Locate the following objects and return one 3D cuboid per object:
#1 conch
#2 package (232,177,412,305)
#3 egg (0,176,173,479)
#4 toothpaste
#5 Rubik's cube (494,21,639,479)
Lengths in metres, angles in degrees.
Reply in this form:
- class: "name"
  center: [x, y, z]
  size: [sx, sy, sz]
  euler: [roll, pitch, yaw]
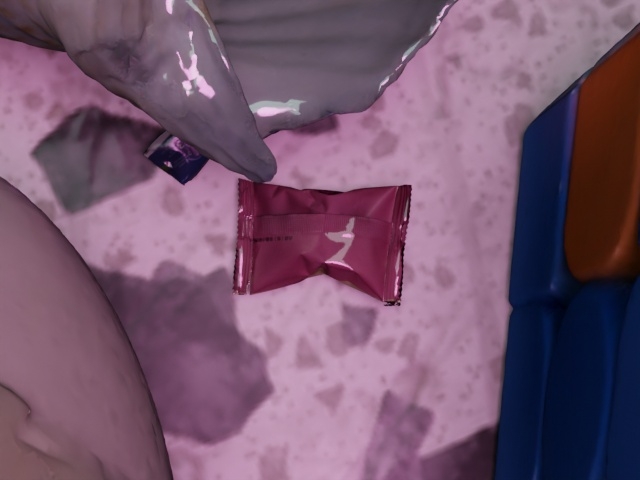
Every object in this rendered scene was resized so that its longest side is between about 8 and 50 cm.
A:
- class: "conch"
  center: [-0.082, -0.202, 0.550]
  size: [0.303, 0.215, 0.319]
  euler: [-30, 118, -2]
- class: "package"
  center: [0.000, 0.000, 0.621]
  size: [0.083, 0.029, 0.059]
  euler: [4, 80, 4]
- class: "egg"
  center: [-0.179, 0.127, 0.467]
  size: [0.278, 0.278, 0.336]
  euler: [20, 85, -2]
- class: "toothpaste"
  center: [-0.048, -0.064, 0.630]
  size: [0.027, 0.019, 0.083]
  euler: [43, 86, -16]
- class: "Rubik's cube"
  center: [0.234, 0.078, 0.500]
  size: [0.291, 0.290, 0.291]
  euler: [9, 82, -3]
